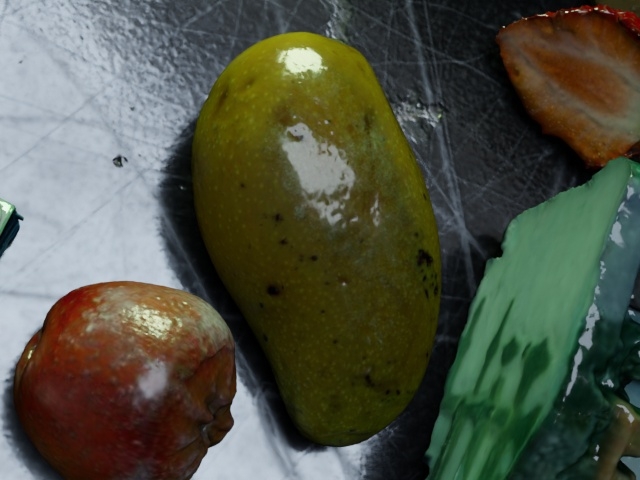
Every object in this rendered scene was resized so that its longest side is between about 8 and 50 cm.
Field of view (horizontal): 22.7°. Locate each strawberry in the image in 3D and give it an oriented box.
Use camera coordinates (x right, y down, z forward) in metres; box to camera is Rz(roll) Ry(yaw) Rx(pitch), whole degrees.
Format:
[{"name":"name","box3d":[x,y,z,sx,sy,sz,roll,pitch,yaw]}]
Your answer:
[{"name":"strawberry","box3d":[0.242,-0.142,1.413,0.187,0.147,0.082,30,29,14]}]

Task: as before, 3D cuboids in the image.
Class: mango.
[{"name":"mango","box3d":[0.006,-0.004,1.288,0.176,0.175,0.330,-24,85,26]}]

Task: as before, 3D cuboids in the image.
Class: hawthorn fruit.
[{"name":"hawthorn fruit","box3d":[-0.149,0.109,1.219,0.172,0.173,0.173,3,78,-15]}]

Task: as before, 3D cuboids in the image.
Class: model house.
[{"name":"model house","box3d":[0.289,0.142,1.303,0.329,0.251,0.295,24,73,-16]}]

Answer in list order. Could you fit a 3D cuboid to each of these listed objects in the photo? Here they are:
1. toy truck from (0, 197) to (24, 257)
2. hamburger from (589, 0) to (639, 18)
[{"name":"toy truck","box3d":[-0.296,0.037,1.232,0.067,0.081,0.175,28,73,-7]},{"name":"hamburger","box3d":[0.403,-0.229,1.394,0.195,0.277,0.318,-30,85,-26]}]
